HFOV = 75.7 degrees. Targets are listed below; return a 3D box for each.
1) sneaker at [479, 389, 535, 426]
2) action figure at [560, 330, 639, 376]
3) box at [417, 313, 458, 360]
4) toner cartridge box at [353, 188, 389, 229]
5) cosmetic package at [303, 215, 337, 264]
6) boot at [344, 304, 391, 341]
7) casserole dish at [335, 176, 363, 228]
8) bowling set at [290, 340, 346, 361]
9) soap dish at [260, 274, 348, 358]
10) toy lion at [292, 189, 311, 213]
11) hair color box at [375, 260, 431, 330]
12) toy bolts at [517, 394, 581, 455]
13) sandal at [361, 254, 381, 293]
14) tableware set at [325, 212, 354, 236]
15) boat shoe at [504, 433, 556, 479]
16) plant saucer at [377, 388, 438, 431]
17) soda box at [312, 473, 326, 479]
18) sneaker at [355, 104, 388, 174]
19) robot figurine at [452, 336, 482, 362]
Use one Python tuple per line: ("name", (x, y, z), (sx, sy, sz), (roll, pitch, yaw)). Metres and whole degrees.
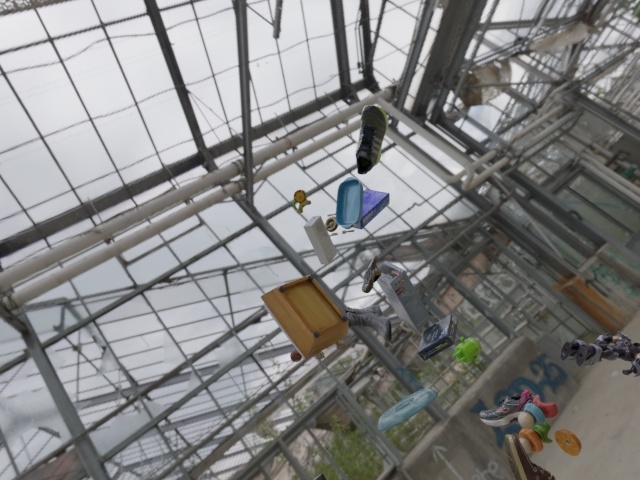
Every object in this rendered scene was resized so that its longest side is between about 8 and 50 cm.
("sneaker", (0.856, 0.763, 1.876), (0.121, 0.112, 0.299), (-10, -22, -46))
("action figure", (0.993, 0.384, 1.417), (0.185, 0.285, 0.099), (-115, 28, -75))
("box", (0.587, 0.481, 2.056), (0.183, 0.059, 0.233), (-42, -2, 29))
("toner cartridge box", (0.252, -0.187, 2.385), (0.348, 0.165, 0.075), (-40, -45, -42))
("cosmetic package", (0.000, 0.000, 2.102), (0.099, 0.060, 0.239), (-51, -53, -44))
("boot", (0.263, 0.477, 2.346), (0.223, 0.338, 0.118), (-1, -76, -11))
("casserole dish", (0.109, -0.133, 1.477), (0.037, 0.114, 0.188), (13, -103, -42))
("bowling set", (-0.048, 0.481, 1.870), (0.154, 0.287, 0.200), (47, -111, -26))
("soap dish", (-0.050, 0.268, 1.530), (0.229, 0.291, 0.118), (-16, -33, -46))
("toy lion", (-0.100, -0.196, 2.018), (0.100, 0.096, 0.034), (-44, -10, 23))
("hair color box", (0.449, 0.304, 2.277), (0.113, 0.185, 0.374), (-39, -64, -12))
("toy bolts", (0.887, 0.767, 1.648), (0.158, 0.228, 0.218), (-20, 10, -23))
("sandal", (0.217, 0.142, 1.675), (0.090, 0.060, 0.219), (-61, 4, 31))
("tableware set", (0.094, -0.096, 2.144), (0.194, 0.128, 0.039), (-10, -20, 40))
("boat shoe", (0.781, 0.867, 1.480), (0.123, 0.342, 0.123), (-20, -26, 4))
("plant saucer", (0.384, 0.751, 1.852), (0.317, 0.043, 0.317), (-28, -17, -9))
("soda box", (-0.038, 1.084, 1.788), (0.053, 0.060, 0.169), (-45, -24, 26))
("sneaker", (0.192, -0.381, 1.599), (0.300, 0.111, 0.121), (85, -156, -48))
("robot figurine", (0.538, 0.400, 1.504), (0.115, 0.101, 0.067), (-24, -23, -27))
